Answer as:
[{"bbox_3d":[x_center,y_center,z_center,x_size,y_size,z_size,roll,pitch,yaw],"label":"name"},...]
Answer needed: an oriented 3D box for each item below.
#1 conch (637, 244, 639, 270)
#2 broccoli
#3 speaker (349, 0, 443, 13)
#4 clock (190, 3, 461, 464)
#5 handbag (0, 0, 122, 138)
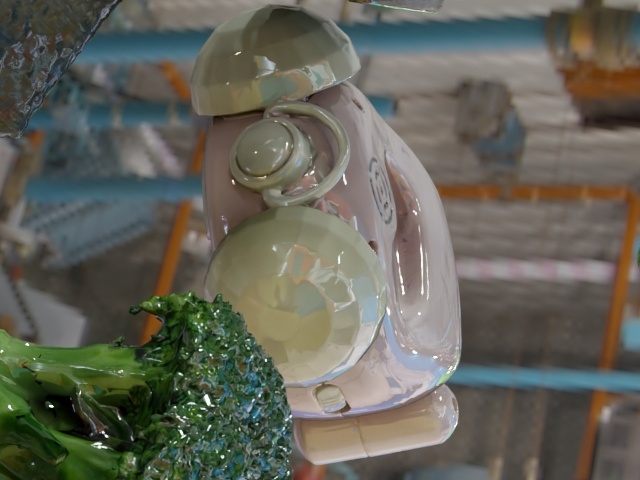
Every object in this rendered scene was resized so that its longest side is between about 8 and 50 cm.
[{"bbox_3d":[0.279,0.024,1.300,0.105,0.079,0.170,-21,-56,44],"label":"conch"},{"bbox_3d":[-0.151,0.127,1.054,0.297,0.297,0.297,45,-33,-4],"label":"broccoli"},{"bbox_3d":[0.023,-0.308,1.572,0.153,0.231,0.192,15,9,23],"label":"speaker"},{"bbox_3d":[0.000,0.000,1.701,0.184,0.342,0.326,-19,-33,12],"label":"clock"},{"bbox_3d":[-0.220,-0.192,1.380,0.088,0.270,0.175,29,-14,34],"label":"handbag"}]
